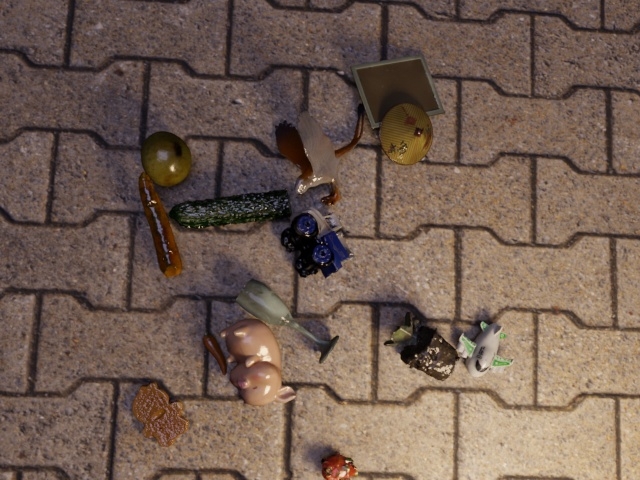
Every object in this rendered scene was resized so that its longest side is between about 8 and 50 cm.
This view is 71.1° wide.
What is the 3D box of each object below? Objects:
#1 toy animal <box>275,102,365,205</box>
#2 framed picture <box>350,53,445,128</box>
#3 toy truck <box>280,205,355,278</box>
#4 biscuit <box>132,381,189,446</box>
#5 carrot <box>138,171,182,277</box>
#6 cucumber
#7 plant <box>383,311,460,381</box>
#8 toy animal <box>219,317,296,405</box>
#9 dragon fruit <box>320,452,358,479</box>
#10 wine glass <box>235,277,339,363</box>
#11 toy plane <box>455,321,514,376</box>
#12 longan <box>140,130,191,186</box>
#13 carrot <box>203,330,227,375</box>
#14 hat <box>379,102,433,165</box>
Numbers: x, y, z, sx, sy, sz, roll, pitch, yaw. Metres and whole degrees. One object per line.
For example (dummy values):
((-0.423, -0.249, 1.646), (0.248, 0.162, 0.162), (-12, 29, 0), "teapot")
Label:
((0.030, -0.260, 1.376), (0.285, 0.225, 0.301), (-13, 98, -25), "toy animal")
((0.245, -0.472, 1.411), (0.275, 0.017, 0.216), (-15, 84, -18), "framed picture")
((0.000, 0.000, 1.320), (0.177, 0.161, 0.213), (-27, 85, -25), "toy truck")
((-0.466, 0.504, 1.289), (0.184, 0.027, 0.133), (35, 84, 3), "biscuit")
((-0.472, -0.046, 1.303), (0.066, 0.066, 0.313), (-15, 98, -4), "carrot")
((-0.268, -0.088, 1.332), (0.360, 0.096, 0.096), (-9, 84, -3), "cucumber")
((0.293, 0.308, 1.297), (0.203, 0.131, 0.142), (29, 86, 2), "plant")
((-0.185, 0.343, 1.261), (0.154, 0.167, 0.249), (-11, 88, -45), "toy animal")
((0.057, 0.651, 1.273), (0.116, 0.081, 0.086), (5, 81, -26), "dragon fruit")
((-0.055, 0.170, 1.342), (0.310, 0.096, 0.264), (35, 63, 2), "wine glass")
((0.490, 0.325, 1.331), (0.174, 0.080, 0.173), (0, 86, -2), "toy plane")
((-0.463, -0.239, 1.322), (0.176, 0.145, 0.154), (-9, 59, 35), "longan")
((-0.307, 0.330, 1.315), (0.035, 0.035, 0.142), (-29, 90, -6), "carrot")
((0.281, -0.324, 1.359), (0.193, 0.082, 0.192), (-4, 101, -20), "hat")
